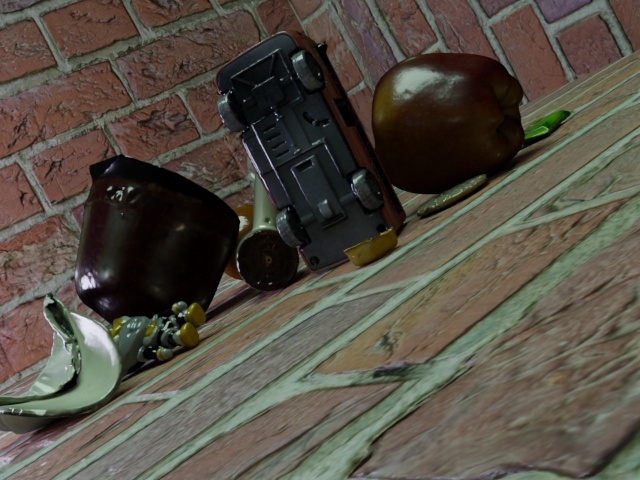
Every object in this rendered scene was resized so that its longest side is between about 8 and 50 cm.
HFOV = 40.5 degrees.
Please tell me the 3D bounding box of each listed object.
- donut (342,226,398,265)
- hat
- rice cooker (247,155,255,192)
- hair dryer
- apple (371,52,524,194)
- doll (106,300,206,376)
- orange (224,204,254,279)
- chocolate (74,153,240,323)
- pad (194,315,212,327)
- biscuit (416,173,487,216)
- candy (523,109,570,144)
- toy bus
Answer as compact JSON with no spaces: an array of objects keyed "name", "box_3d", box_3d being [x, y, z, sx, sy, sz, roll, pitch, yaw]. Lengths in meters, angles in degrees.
[{"name":"donut","box_3d":[0.089,0.012,1.431,0.083,0.038,0.067,-26,-1,-40]},{"name":"hat","box_3d":[-0.454,0.250,1.540,0.301,0.168,0.258,5,52,37]},{"name":"rice cooker","box_3d":[-0.031,-0.169,2.438,0.325,0.335,0.335,-29,4,-17]},{"name":"hair dryer","box_3d":[-0.108,-0.081,1.789,0.128,0.362,0.203,2,1,-6]},{"name":"apple","box_3d":[0.250,-0.241,1.768,0.317,0.288,0.288,-5,17,34]},{"name":"doll","box_3d":[-0.350,0.198,1.637,0.316,0.145,0.103,-19,-28,30]},{"name":"orange","box_3d":[-0.177,0.007,2.162,0.206,0.206,0.206,-28,4,2]},{"name":"chocolate","box_3d":[-0.396,0.038,1.946,0.331,0.383,0.383,-67,17,-15]},{"name":"pad","box_3d":[-0.330,0.214,1.890,0.187,0.006,0.113,-26,6,29]},{"name":"biscuit","box_3d":[0.249,-0.084,1.643,0.152,0.020,0.152,-29,5,3]},{"name":"candy","box_3d":[0.494,-0.251,1.956,0.102,0.032,0.178,-25,6,39]},{"name":"toy bus","box_3d":[-0.010,-0.173,1.647,0.203,0.427,0.233,-26,2,21]}]
